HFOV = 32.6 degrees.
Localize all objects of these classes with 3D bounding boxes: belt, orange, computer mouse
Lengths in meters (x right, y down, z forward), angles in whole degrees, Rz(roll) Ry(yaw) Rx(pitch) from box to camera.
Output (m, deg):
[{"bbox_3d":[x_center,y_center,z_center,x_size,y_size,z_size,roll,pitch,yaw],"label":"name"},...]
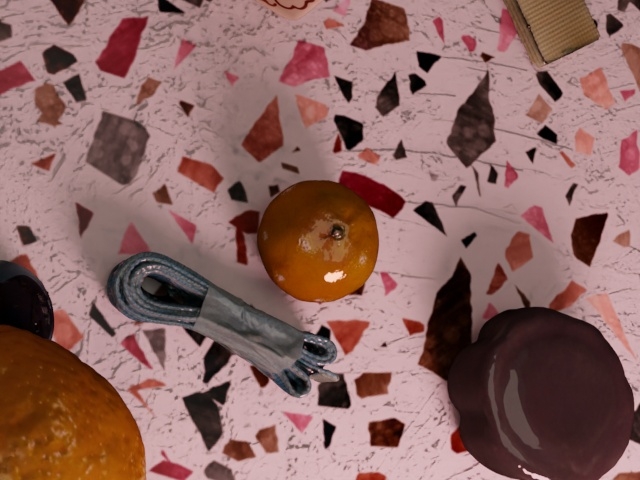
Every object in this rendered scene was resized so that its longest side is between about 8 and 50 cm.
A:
[{"bbox_3d":[-0.115,0.106,1.322,0.302,0.072,0.087,28,68,-16],"label":"belt"},{"bbox_3d":[0.000,0.000,1.358,0.156,0.124,0.156,5,80,-27],"label":"orange"},{"bbox_3d":[-0.332,0.254,1.050,0.341,0.340,0.293,-7,52,-24],"label":"orange"},{"bbox_3d":[-0.399,0.102,1.182,0.233,0.096,0.137,-18,90,-26],"label":"computer mouse"}]

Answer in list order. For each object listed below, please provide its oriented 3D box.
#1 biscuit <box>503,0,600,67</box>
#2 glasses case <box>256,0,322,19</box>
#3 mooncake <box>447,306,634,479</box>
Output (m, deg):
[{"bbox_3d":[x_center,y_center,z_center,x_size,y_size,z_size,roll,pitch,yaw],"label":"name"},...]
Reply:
[{"bbox_3d":[0.320,-0.361,1.597,0.121,0.040,0.199,-28,95,-27],"label":"biscuit"},{"bbox_3d":[-0.013,-0.368,1.288,0.144,0.336,0.076,29,72,-16],"label":"glasses case"},{"bbox_3d":[0.290,0.209,1.449,0.245,0.133,0.244,3,81,-23],"label":"mooncake"}]
